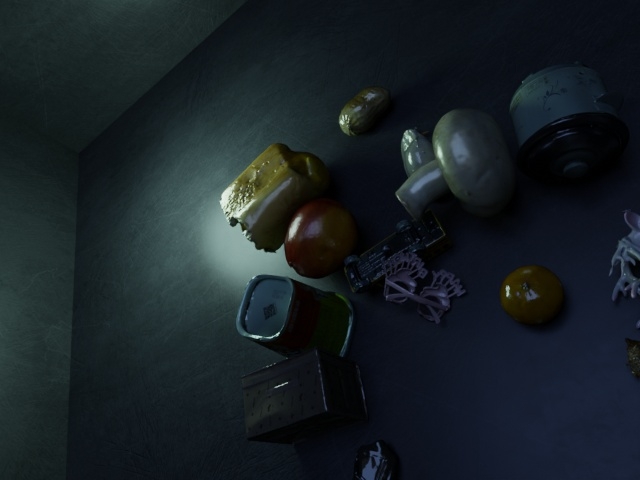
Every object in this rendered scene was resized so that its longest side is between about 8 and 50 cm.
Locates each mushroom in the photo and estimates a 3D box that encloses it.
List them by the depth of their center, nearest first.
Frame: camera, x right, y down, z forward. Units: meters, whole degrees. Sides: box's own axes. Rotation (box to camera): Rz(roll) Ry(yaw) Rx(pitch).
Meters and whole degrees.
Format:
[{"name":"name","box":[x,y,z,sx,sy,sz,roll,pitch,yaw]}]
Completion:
[{"name":"mushroom","box":[0.410,-0.196,1.404,0.315,0.315,0.356,18,59,41]}]

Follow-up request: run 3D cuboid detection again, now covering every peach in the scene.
[{"name":"peach","box":[0.000,0.000,1.682,0.281,0.238,0.281,-15,60,29]}]

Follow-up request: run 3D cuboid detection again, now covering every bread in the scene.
[{"name":"bread","box":[-0.141,-0.163,1.868,0.394,0.250,0.361,-44,37,4]}]

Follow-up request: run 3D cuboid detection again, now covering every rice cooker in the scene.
[{"name":"rice cooker","box":[0.647,-0.297,1.331,0.316,0.264,0.317,-42,39,46]}]

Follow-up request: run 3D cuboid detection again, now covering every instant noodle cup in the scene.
[{"name":"instant noodle cup","box":[-0.083,0.248,1.574,0.293,0.308,0.294,-17,59,30]}]

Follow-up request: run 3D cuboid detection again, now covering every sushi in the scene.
[{"name":"sushi","box":[0.716,0.273,1.123,0.060,0.061,0.118,-11,50,3]}]

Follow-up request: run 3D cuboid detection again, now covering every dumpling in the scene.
[{"name":"dumpling","box":[0.326,-0.241,1.636,0.172,0.142,0.247,-41,66,59]}]

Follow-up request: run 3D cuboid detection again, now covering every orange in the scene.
[{"name":"orange","box":[0.537,0.137,1.285,0.156,0.124,0.156,-15,63,32]}]

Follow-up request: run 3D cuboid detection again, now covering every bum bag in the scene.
[{"name":"bum bag","box":[0.111,0.698,1.354,0.142,0.079,0.326,10,74,36]}]

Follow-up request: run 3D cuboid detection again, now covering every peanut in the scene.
[{"name":"peanut","box":[0.165,-0.488,1.880,0.224,0.129,0.129,-46,49,13]}]

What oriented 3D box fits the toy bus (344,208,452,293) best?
[{"name":"toy bus","box":[0.235,0.046,1.559,0.335,0.123,0.121,-35,53,18]}]

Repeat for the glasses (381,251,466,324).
[{"name":"glasses","box":[0.281,0.131,1.442,0.255,0.095,0.162,25,93,5]}]

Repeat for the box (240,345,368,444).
[{"name":"box","box":[-0.052,0.471,1.493,0.297,0.225,0.190,-26,54,26]}]

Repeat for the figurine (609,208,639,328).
[{"name":"figurine","box":[0.785,0.033,1.107,0.315,0.206,0.284,-25,44,32]}]

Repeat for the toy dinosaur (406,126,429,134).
[{"name":"toy dinosaur","box":[0.333,-0.376,1.763,0.113,0.026,0.041,-15,66,41]}]
